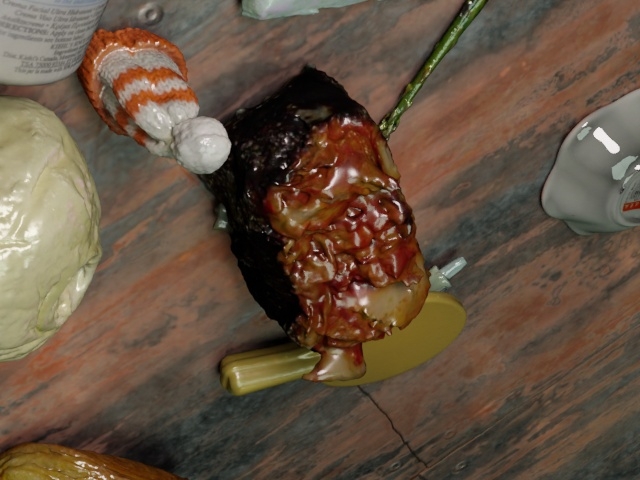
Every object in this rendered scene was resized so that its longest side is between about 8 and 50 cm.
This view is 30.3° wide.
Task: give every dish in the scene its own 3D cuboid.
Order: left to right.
[{"bbox_3d":[0.390,-0.078,1.465,0.229,0.081,0.229,-18,137,-18],"label":"dish"}]

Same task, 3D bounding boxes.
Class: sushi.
[{"bbox_3d":[0.000,0.000,1.217,0.196,0.182,0.343,-23,135,-3],"label":"sushi"}]

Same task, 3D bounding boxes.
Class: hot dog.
[{"bbox_3d":[-0.272,0.323,1.391,0.196,0.122,0.272,-41,141,17],"label":"hot dog"}]

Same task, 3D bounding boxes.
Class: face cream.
[{"bbox_3d":[-0.232,-0.219,0.859,0.177,0.177,0.153,7,125,-37],"label":"face cream"}]

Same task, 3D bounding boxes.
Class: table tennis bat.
[{"bbox_3d":[0.031,0.134,1.443,0.321,0.050,0.198,-11,150,-19],"label":"table tennis bat"}]

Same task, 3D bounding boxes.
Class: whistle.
[{"bbox_3d":[0.139,0.054,1.462,0.100,0.035,0.035,-39,139,6],"label":"whistle"}]

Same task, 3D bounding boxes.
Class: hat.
[{"bbox_3d":[-0.139,-0.111,1.034,0.093,0.162,0.112,-34,143,-5],"label":"hat"}]

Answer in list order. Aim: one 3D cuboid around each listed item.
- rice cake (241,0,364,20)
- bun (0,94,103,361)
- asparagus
[{"bbox_3d":[0.035,-0.259,1.096,0.226,0.040,0.085,-13,134,-22],"label":"rice cake"},{"bbox_3d":[-0.263,-0.003,1.010,0.153,0.244,0.244,16,124,-4],"label":"bun"},{"bbox_3d":[0.113,-0.181,1.236,0.022,0.023,0.233,36,111,-1],"label":"asparagus"}]
